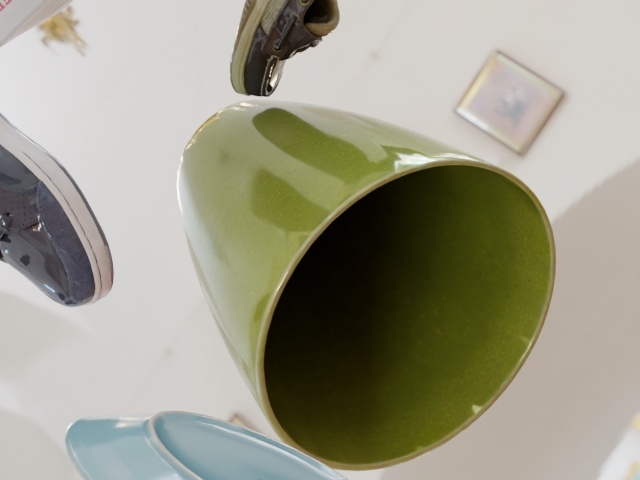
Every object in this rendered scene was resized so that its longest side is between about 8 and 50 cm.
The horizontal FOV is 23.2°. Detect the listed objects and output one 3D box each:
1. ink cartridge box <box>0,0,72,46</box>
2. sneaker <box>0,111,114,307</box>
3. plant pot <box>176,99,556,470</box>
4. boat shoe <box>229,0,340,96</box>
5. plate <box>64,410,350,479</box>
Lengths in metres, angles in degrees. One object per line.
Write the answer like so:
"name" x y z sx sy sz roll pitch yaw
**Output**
"ink cartridge box" -0.251 -0.275 1.186 0.154 0.212 0.093 -29 12 45
"sneaker" -0.239 -0.019 0.880 0.163 0.226 0.086 -40 -4 -38
"plant pot" 0.000 0.000 1.316 0.274 0.293 0.275 -16 -56 -26
"boat shoe" -0.021 -0.187 1.264 0.223 0.073 0.080 109 -174 -52
"plate" -0.023 0.115 0.691 0.188 0.188 0.024 19 -81 -50
